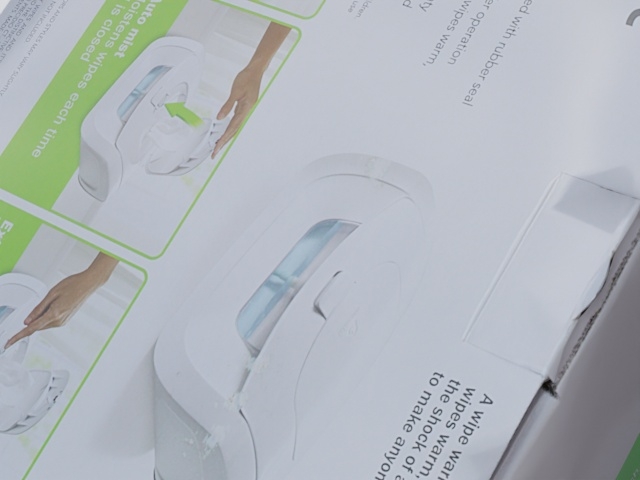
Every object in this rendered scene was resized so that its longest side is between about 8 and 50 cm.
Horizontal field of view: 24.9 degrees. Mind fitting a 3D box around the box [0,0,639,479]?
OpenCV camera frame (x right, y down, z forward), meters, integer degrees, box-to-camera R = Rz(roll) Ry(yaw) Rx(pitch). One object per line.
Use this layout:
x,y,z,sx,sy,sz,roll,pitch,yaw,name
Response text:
0.000,0.000,0.443,0.262,0.231,0.127,-59,-32,-14,box
